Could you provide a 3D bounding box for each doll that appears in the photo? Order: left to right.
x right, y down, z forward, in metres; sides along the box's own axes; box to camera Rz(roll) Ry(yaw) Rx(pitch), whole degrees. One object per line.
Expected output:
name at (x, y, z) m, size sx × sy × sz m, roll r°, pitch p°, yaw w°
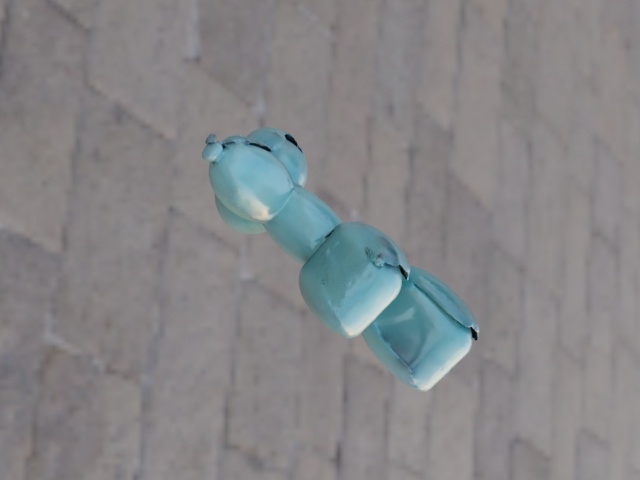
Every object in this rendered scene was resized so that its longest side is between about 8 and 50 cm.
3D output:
doll at (0.000, 0.000, 1.025) m, size 0.059 × 0.158 × 0.159 m, roll -48°, pitch 138°, yaw 5°
